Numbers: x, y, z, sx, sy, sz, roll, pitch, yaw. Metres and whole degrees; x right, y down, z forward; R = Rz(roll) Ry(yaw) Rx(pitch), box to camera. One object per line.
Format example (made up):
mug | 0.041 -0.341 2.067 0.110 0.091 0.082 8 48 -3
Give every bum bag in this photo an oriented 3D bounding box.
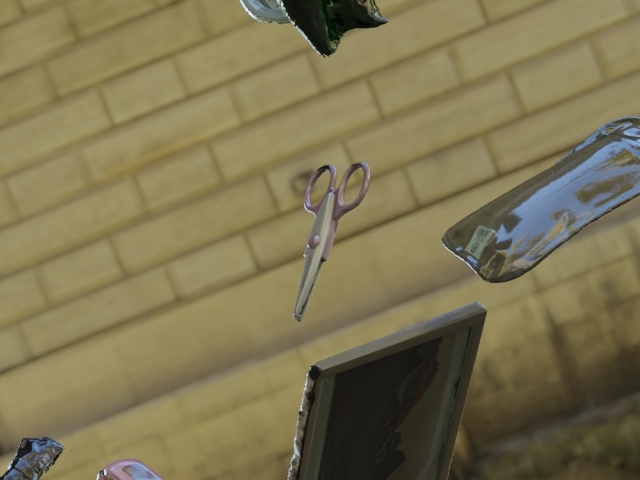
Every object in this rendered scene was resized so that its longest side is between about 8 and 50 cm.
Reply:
bum bag | -0.356 0.278 2.235 0.058 0.034 0.124 12 37 17

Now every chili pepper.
chili pepper | -0.030 -0.274 1.833 0.098 0.224 0.061 -50 3 -12

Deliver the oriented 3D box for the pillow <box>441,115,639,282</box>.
pillow | 0.213 -0.038 1.617 0.217 0.033 0.130 -32 31 -9

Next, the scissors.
scissors | 0.000 0.000 1.886 0.085 0.176 0.022 -1 -27 42

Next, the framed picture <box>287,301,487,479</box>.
framed picture | 0.051 0.187 1.688 0.192 0.018 0.265 -18 -45 -31

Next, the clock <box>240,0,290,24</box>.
clock | 0.006 -0.330 2.012 0.236 0.236 0.053 -21 -36 38

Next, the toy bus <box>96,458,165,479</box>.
toy bus | -0.199 0.344 2.275 0.063 0.090 0.203 -13 35 -44
